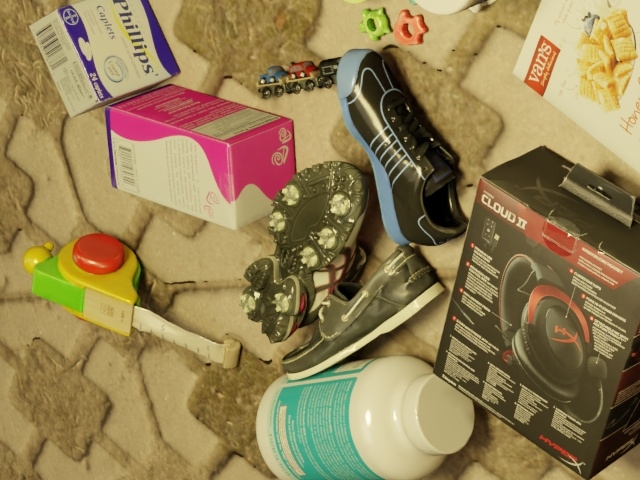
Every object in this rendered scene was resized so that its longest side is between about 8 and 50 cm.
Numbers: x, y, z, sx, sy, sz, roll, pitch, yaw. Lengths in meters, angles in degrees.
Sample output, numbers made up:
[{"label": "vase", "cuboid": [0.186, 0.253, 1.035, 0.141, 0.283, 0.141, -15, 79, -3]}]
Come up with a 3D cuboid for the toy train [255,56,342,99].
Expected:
[{"label": "toy train", "cuboid": [-0.019, -0.187, 2.046, 0.158, 0.027, 0.036, -5, 103, 47]}]

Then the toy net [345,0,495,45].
[{"label": "toy net", "cuboid": [0.107, -0.258, 1.862, 0.232, 0.045, 0.122, 7, 114, 44]}]

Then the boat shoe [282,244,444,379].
[{"label": "boat shoe", "cuboid": [0.037, 0.085, 2.064, 0.233, 0.084, 0.079, -36, 92, 32]}]

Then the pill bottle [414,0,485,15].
[{"label": "pill bottle", "cuboid": [0.160, -0.279, 1.699, 0.094, 0.169, 0.094, 23, 126, 36]}]

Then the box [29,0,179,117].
[{"label": "box", "cuboid": [-0.264, -0.234, 2.194, 0.072, 0.137, 0.126, -22, 94, 48]}]

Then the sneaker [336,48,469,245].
[{"label": "sneaker", "cuboid": [0.095, -0.103, 1.936, 0.090, 0.081, 0.232, -4, 114, 44]}]

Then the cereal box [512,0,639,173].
[{"label": "cereal box", "cuboid": [0.305, -0.163, 1.700, 0.240, 0.047, 0.173, 41, 134, 25]}]

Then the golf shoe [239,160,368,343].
[{"label": "golf shoe", "cuboid": [0.000, 0.000, 2.059, 0.105, 0.120, 0.273, 52, 137, 22]}]

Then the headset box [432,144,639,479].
[{"label": "headset box", "cuboid": [0.252, 0.061, 1.825, 0.218, 0.110, 0.293, 33, 131, 30]}]

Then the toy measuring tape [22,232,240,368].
[{"label": "toy measuring tape", "cuboid": [-0.242, 0.070, 2.386, 0.330, 0.121, 0.121, 21, 127, 11]}]

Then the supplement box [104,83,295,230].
[{"label": "supplement box", "cuboid": [-0.145, -0.103, 2.156, 0.220, 0.114, 0.111, 20, 123, 40]}]

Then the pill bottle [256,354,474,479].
[{"label": "pill bottle", "cuboid": [0.055, 0.211, 2.083, 0.264, 0.146, 0.146, -13, 100, 49]}]
